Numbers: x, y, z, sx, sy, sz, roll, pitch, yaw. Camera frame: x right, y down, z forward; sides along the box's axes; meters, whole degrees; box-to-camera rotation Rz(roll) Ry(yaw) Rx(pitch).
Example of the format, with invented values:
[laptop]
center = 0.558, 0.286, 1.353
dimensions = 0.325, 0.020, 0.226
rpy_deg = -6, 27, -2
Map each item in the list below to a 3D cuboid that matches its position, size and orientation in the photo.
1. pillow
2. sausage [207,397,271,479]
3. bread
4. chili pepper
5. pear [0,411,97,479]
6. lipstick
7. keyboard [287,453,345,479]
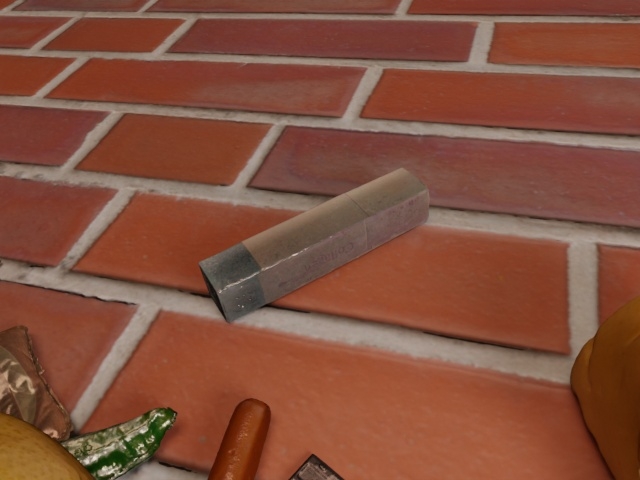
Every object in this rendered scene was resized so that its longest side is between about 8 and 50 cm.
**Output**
[pillow]
center = -0.374, 0.190, 0.658
dimensions = 0.135, 0.034, 0.211
rpy_deg = -32, 50, -24
[sausage]
center = -0.082, 0.218, 0.573
dimensions = 0.039, 0.041, 0.131
rpy_deg = -7, 41, 23
[bread]
center = 0.344, 0.136, 0.464
dimensions = 0.184, 0.211, 0.224
rpy_deg = 2, 39, 2
[chili pepper]
center = -0.254, 0.222, 0.576
dimensions = 0.227, 0.088, 0.059
rpy_deg = -22, 19, -19
[pear]
center = -0.262, 0.274, 0.363
dimensions = 0.315, 0.314, 0.314
rpy_deg = -5, 44, 5
[lipstick]
center = 0.000, 0.000, 0.767
dimensions = 0.318, 0.066, 0.068
rpy_deg = -26, 46, -17
[keyboard]
center = 0.043, 0.275, 0.515
dimensions = 0.198, 0.010, 0.064
rpy_deg = 30, 54, 33
